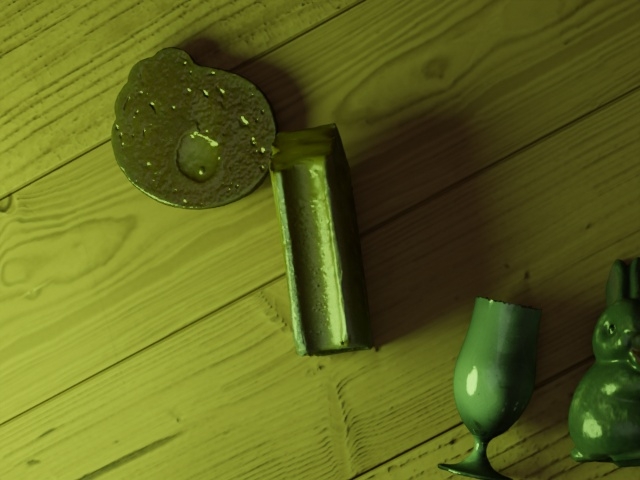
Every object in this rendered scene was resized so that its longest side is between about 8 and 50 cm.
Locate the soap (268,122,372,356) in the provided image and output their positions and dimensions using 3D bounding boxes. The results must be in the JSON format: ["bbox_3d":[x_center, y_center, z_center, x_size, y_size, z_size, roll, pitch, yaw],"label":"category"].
[{"bbox_3d":[0.000,0.000,1.907,0.080,0.160,0.258,-8,85,8],"label":"soap"}]

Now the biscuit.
[{"bbox_3d":[-0.148,-0.125,2.001,0.208,0.049,0.181,21,89,11],"label":"biscuit"}]

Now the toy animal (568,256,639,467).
[{"bbox_3d":[0.334,0.135,1.862,0.138,0.108,0.236,-7,83,10],"label":"toy animal"}]

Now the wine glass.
[{"bbox_3d":[0.193,0.165,1.893,0.092,0.093,0.202,12,87,11],"label":"wine glass"}]
